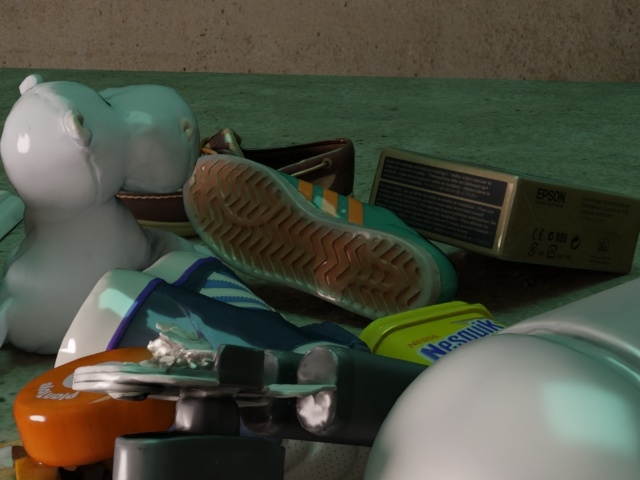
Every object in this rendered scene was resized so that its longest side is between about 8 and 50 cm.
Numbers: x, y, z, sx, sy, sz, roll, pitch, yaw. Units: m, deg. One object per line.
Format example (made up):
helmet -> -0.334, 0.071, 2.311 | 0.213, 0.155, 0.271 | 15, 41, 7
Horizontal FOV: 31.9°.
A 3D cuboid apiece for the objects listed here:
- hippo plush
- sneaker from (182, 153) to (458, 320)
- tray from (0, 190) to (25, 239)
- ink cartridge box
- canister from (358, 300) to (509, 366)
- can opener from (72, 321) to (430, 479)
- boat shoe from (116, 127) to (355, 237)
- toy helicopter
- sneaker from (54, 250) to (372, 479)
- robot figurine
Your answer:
hippo plush -> -0.225, -0.033, 1.016 | 0.294, 0.237, 0.234 | -9, 18, -31
sneaker -> 0.000, 0.000, 1.124 | 0.302, 0.108, 0.121 | 27, 11, 25
tray -> -0.454, -0.023, 1.370 | 0.145, 0.030, 0.270 | -1, 15, 0
ink cartridge box -> 0.198, -0.032, 1.194 | 0.234, 0.088, 0.193 | 6, 9, -43
canister -> 0.121, 0.108, 0.817 | 0.126, 0.073, 0.170 | -10, 20, -31
can opener -> -0.006, 0.093, 0.564 | 0.074, 0.093, 0.280 | -5, -10, 39
boat shoe -> -0.120, -0.083, 1.379 | 0.341, 0.123, 0.123 | -1, 28, -11
toy helicopter -> -0.231, 0.157, 0.613 | 0.235, 0.140, 0.355 | -26, 18, -40
sneaker -> -0.034, 0.107, 0.794 | 0.236, 0.130, 0.323 | 25, 0, 5
robot figurine -> 0.162, 0.119, 0.520 | 0.353, 0.200, 0.300 | -15, -14, -34
